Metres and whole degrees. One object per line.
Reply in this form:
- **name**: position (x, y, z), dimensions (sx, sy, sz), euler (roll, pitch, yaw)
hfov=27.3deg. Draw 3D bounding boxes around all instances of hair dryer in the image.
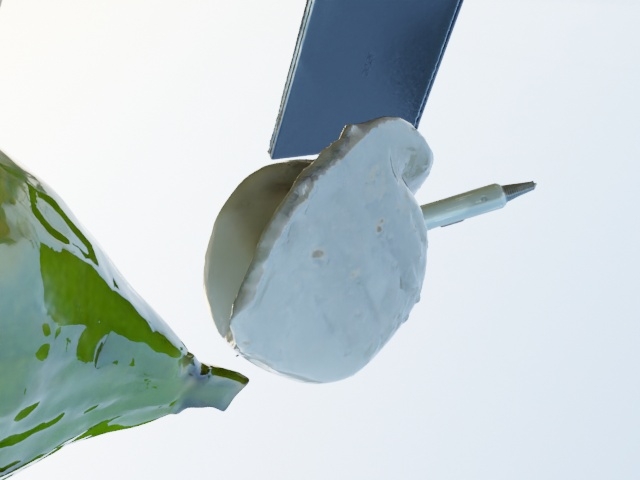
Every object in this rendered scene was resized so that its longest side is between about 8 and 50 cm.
- **hair dryer**: position (0.125, -0.027, 1.297), dimensions (0.183, 0.044, 0.155), euler (-15, 179, -10)

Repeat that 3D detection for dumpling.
- **dumpling**: position (0.001, 0.000, 0.730), dimensions (0.176, 0.150, 0.092), euler (1, -162, -42)

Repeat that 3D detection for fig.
- **fig**: position (-0.206, 0.063, 0.650), dimensions (0.233, 0.314, 0.233), euler (-34, -153, 20)

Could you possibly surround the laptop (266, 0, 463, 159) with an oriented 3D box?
- **laptop**: position (0.036, -0.132, 0.956), dimensions (0.129, 0.180, 0.016), euler (-8, -132, -25)

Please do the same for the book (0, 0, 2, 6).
- **book**: position (-0.277, -0.119, 0.912), dimensions (0.199, 0.016, 0.138), euler (-42, -148, 27)
